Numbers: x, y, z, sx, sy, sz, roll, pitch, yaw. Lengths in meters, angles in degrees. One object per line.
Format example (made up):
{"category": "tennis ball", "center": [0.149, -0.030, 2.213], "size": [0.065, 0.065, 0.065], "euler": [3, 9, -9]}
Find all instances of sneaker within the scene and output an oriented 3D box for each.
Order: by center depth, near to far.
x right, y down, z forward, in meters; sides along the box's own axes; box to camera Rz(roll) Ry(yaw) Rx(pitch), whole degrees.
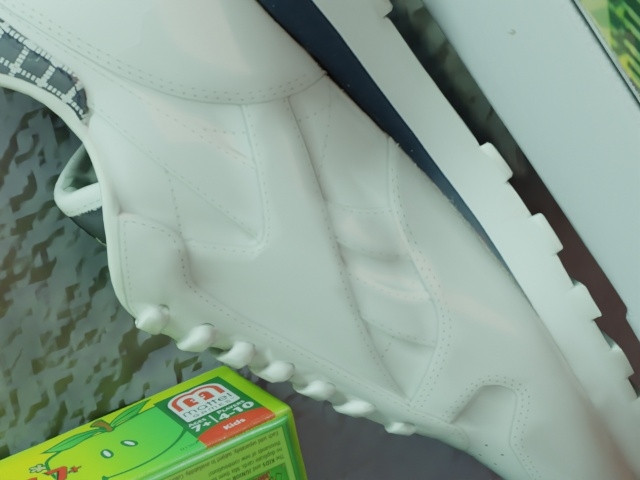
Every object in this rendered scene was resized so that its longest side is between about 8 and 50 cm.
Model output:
{"category": "sneaker", "center": [0.000, 0.000, 0.394], "size": [0.095, 0.090, 0.235], "euler": [-42, 114, -1]}

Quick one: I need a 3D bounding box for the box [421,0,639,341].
{"category": "box", "center": [0.138, -0.157, 0.395], "size": [0.322, 0.058, 0.232], "euler": [-43, 107, -21]}

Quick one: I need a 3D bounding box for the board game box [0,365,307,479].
{"category": "board game box", "center": [-0.084, 0.110, 0.385], "size": [0.181, 0.043, 0.092], "euler": [-22, 112, -23]}
